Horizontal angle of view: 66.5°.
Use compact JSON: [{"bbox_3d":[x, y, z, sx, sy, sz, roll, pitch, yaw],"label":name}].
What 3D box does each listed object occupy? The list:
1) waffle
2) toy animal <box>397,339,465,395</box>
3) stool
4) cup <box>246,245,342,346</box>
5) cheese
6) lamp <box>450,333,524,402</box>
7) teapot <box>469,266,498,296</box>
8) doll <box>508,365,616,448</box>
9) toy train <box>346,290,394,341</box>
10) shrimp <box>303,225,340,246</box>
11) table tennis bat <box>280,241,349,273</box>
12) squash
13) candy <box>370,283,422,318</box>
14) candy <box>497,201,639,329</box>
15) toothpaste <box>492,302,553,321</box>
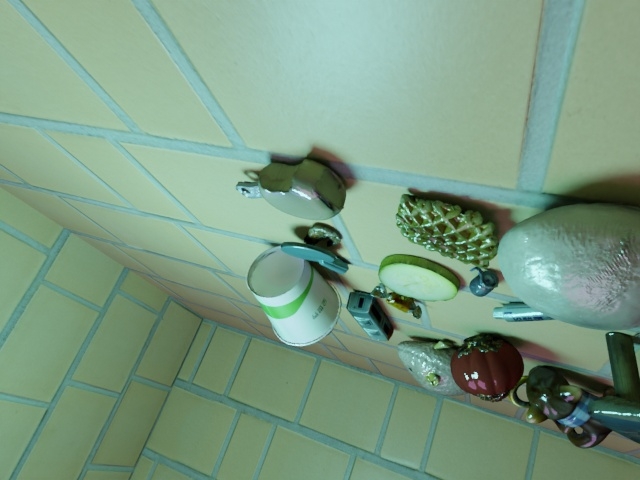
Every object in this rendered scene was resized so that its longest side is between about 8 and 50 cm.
[{"bbox_3d":[0.253,-0.016,0.979,0.214,0.054,0.208,20,164,21],"label":"waffle"},{"bbox_3d":[0.474,0.499,1.882,0.359,0.188,0.226,23,165,-6],"label":"toy animal"},{"bbox_3d":[0.836,0.364,1.125,0.311,0.226,0.310,30,157,-25],"label":"stool"},{"bbox_3d":[-0.089,0.167,1.540,0.253,0.253,0.274,10,150,29],"label":"cup"},{"bbox_3d":[-0.080,-0.107,1.043,0.287,0.082,0.163,6,154,38],"label":"cheese"},{"bbox_3d":[0.529,0.408,1.554,0.227,0.226,0.227,19,160,7],"label":"lamp"},{"bbox_3d":[0.386,0.095,1.158,0.049,0.063,0.083,-9,158,-8],"label":"teapot"},{"bbox_3d":[0.859,0.555,1.678,0.340,0.209,0.317,25,127,-15],"label":"doll"},{"bbox_3d":[0.191,0.296,1.795,0.086,0.089,0.409,6,155,23],"label":"toy train"},{"bbox_3d":[0.000,0.000,1.302,0.091,0.034,0.161,25,159,-11],"label":"shrimp"},{"bbox_3d":[-0.006,0.046,1.364,0.149,0.038,0.237,-3,159,46],"label":"table tennis bat"},{"bbox_3d":[0.262,0.100,1.300,0.220,0.041,0.219,16,155,8],"label":"squash"},{"bbox_3d":[0.243,0.186,1.511,0.182,0.053,0.046,26,147,-12],"label":"candy"},{"bbox_3d":[0.429,0.050,0.790,0.296,0.185,0.295,13,160,5],"label":"candy"},{"bbox_3d":[0.556,0.173,1.181,0.075,0.048,0.297,33,154,-28],"label":"toothpaste"}]
